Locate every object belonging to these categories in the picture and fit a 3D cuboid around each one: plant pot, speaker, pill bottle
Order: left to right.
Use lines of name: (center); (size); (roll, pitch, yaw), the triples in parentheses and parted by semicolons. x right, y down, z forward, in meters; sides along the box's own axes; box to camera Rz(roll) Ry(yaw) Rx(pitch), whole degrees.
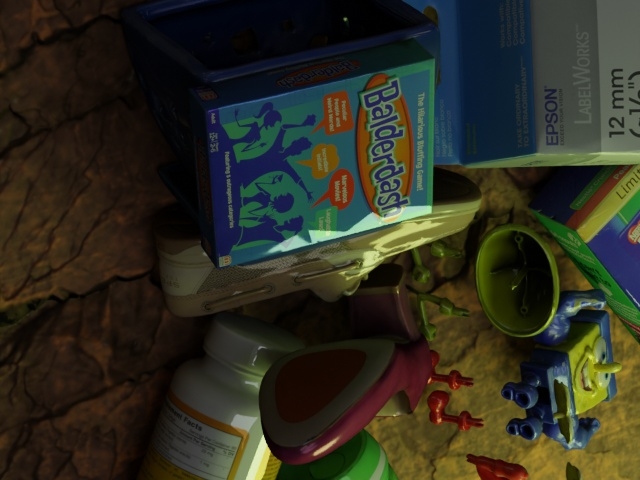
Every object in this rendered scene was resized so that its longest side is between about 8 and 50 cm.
pill bottle: (-0.103, 0.205, 1.642); (0.136, 0.136, 0.246); (15, 101, -28)
plant pot: (-0.036, -0.116, 1.509); (0.235, 0.236, 0.212); (-15, 119, -20)
speaker: (0.063, 0.341, 1.767); (0.131, 0.131, 0.297); (-34, 118, -10)

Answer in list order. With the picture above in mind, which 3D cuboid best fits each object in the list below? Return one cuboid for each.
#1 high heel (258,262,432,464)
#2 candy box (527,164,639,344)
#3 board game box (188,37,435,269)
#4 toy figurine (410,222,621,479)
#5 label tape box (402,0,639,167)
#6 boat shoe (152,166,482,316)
high heel: (0.041, 0.172, 1.589); (0.127, 0.377, 0.181); (-2, 111, 22)
candy box: (0.429, -0.016, 1.799); (0.268, 0.122, 0.317); (-47, 115, -7)
board game box: (-0.004, -0.075, 1.379); (0.210, 0.047, 0.160); (-16, 126, -19)
toy figurine: (0.246, 0.121, 1.804); (0.217, 0.191, 0.363); (-29, 114, -47)
label tape box: (0.252, -0.202, 1.607); (0.347, 0.115, 0.249); (-2, 88, -14)
boat shoe: (0.000, 0.000, 1.635); (0.341, 0.122, 0.110); (-9, 117, -10)
